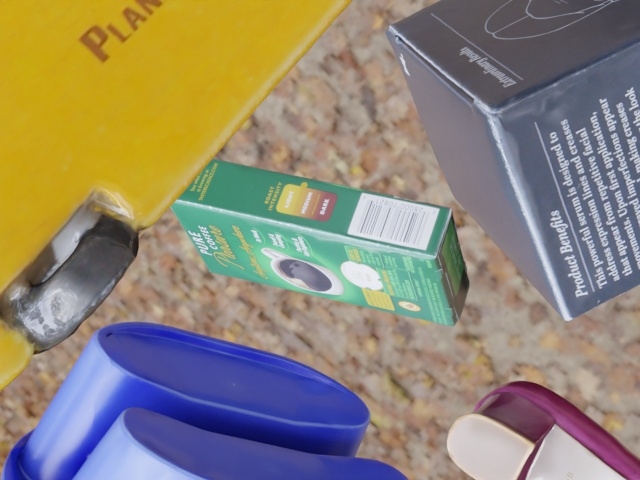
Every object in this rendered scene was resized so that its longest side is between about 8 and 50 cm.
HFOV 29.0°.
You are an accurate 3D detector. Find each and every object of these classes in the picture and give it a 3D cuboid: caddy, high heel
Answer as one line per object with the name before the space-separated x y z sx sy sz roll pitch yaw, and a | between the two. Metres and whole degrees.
caddy | -0.090 0.213 1.037 0.341 0.179 0.241 18 -159 -29
high heel | 0.190 0.165 0.718 0.244 0.117 0.082 28 106 23

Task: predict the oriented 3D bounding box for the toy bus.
toy bus | -0.061 -0.091 0.462 0.108 0.332 0.130 43 157 -11

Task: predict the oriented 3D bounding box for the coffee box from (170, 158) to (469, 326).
coffee box | 0.000 0.000 0.810 0.184 0.040 0.113 12 157 19

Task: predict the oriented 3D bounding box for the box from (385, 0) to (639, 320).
box | 0.305 -0.153 1.105 0.293 0.395 0.212 -118 3 -64
